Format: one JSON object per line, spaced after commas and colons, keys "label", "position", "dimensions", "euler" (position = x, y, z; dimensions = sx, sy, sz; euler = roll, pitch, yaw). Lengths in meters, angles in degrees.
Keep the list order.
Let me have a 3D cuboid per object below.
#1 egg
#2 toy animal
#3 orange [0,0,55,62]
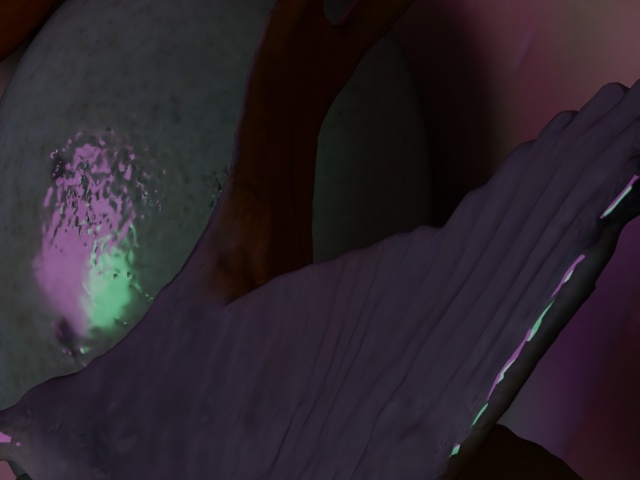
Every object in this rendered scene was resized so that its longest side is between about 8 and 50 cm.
{"label": "egg", "position": [-0.045, 0.004, 0.663], "dimensions": [0.169, 0.169, 0.237], "euler": [33, 113, 52]}
{"label": "toy animal", "position": [-0.020, 0.012, 0.505], "dimensions": [0.302, 0.225, 0.284], "euler": [-27, 48, 13]}
{"label": "orange", "position": [-0.280, -0.255, 0.879], "dimensions": [0.424, 0.326, 0.424], "euler": [0, 90, 59]}
